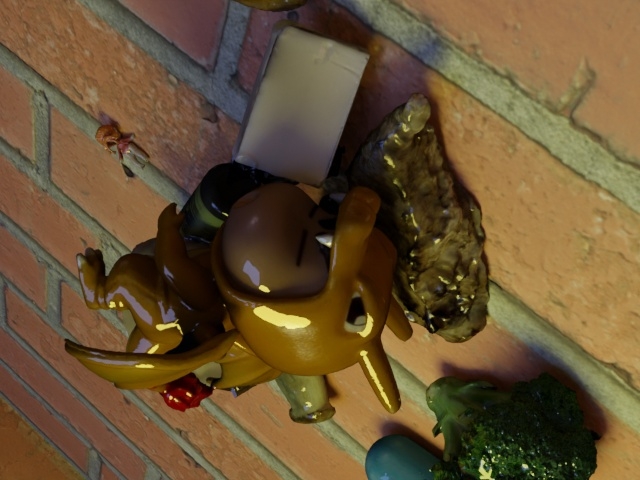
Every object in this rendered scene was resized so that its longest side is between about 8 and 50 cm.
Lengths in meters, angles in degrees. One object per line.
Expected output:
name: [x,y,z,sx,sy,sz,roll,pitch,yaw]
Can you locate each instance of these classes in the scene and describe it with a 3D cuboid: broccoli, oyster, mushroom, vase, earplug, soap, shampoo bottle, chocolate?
broccoli: [0.237,0.301,1.102,0.269,0.269,0.254,18,128,33]
oyster: [0.101,-0.025,1.038,0.204,0.111,0.396,13,134,41]
mushroom: [-0.058,0.200,1.405,0.100,0.081,0.312,-10,111,35]
vase: [0.000,0.000,1.190,0.059,0.059,0.167,41,141,10]
earplug: [0.194,0.438,1.327,0.273,0.132,0.132,36,140,22]
soap: [-0.026,-0.168,0.964,0.122,0.064,0.183,18,102,-14]
shampoo bottle: [-0.196,-0.024,1.326,0.101,0.101,0.284,48,143,1]
chocolate: [-0.034,-0.121,1.065,0.133,0.156,0.156,28,140,1]

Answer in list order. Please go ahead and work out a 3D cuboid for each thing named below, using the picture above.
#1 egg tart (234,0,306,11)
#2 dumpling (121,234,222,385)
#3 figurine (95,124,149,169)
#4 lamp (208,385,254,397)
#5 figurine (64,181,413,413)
egg tart: [-0.093,-0.392,0.908,0.288,0.118,0.288,21,132,26]
dumpling: [-0.176,0.102,1.232,0.293,0.204,0.163,36,125,-13]
figurine: [-0.360,-0.171,1.411,0.109,0.047,0.064,36,112,6]
lamp: [-0.200,0.234,1.499,0.090,0.089,0.325,63,154,-5]
figurine: [-0.089,0.087,1.014,0.388,0.267,0.401,-4,156,14]
